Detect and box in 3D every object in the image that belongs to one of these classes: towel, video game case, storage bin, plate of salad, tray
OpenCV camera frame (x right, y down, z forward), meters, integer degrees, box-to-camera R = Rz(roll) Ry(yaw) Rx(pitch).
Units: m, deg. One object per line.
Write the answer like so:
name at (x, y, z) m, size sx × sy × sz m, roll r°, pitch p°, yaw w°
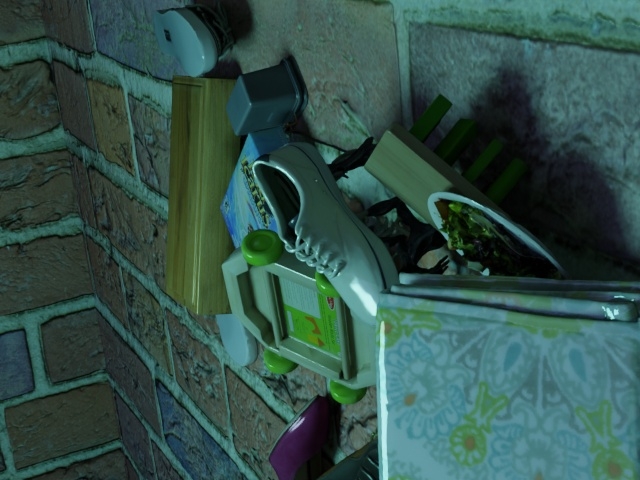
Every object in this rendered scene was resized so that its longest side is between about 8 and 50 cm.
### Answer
towel at (0.205, 0.217, 1.087) m, size 0.321 × 0.090 × 0.374 m, roll 3°, pitch 97°, yaw 38°
video game case at (-0.068, -0.002, 1.736) m, size 0.269 × 0.061 × 0.244 m, roll 67°, pitch 155°, yaw 20°
storage bin at (-0.086, -0.209, 1.716) m, size 0.098 × 0.091 × 0.135 m, roll 69°, pitch 157°, yaw 15°
plate of salad at (0.186, 0.023, 1.160) m, size 0.200 × 0.048 × 0.200 m, roll 38°, pitch 167°, yaw 11°
tray at (-0.216, -0.088, 2.000) m, size 0.203 × 0.076 × 0.410 m, roll -159°, pitch 71°, yaw -64°

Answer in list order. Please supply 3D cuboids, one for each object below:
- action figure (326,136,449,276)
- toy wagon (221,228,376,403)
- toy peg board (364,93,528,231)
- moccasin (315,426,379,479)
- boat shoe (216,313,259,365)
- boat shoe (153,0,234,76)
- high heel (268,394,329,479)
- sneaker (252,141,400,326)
action figure at (0.057, -0.040, 1.427) m, size 0.276 × 0.141 × 0.164 m, roll 36°, pitch 139°, yaw 35°
toy wagon at (0.018, 0.122, 1.554) m, size 0.344 × 0.068 × 0.267 m, roll 21°, pitch 143°, yaw 24°
toy peg board at (0.145, -0.077, 1.232) m, size 0.161 × 0.079 × 0.160 m, roll 41°, pitch 168°, yaw 2°
moccasin at (0.089, 0.341, 1.595) m, size 0.139 × 0.147 × 0.380 m, roll 52°, pitch 146°, yaw 20°
boat shoe at (-0.148, 0.117, 2.063) m, size 0.095 × 0.084 × 0.258 m, roll -58°, pitch 43°, yaw 45°
boat shoe at (-0.203, -0.349, 1.892) m, size 0.306 × 0.105 × 0.113 m, roll -149°, pitch 45°, yaw -68°
high heel at (-0.002, 0.424, 1.935) m, size 0.181 × 0.127 × 0.377 m, roll 35°, pitch 138°, yaw 16°
sneaker at (0.000, 0.000, 1.329) m, size 0.258 × 0.091 × 0.094 m, roll 56°, pitch 137°, yaw 16°
